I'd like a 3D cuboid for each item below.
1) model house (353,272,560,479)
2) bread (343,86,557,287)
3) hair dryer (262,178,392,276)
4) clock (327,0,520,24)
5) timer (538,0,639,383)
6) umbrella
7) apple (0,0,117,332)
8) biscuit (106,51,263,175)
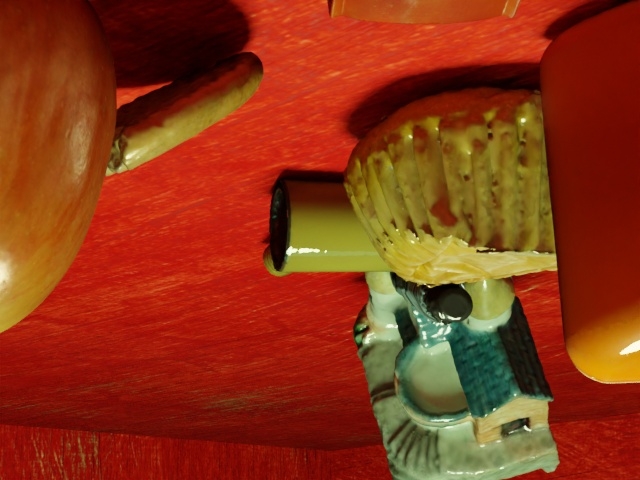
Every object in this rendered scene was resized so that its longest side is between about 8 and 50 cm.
[{"bbox_3d":[0.142,0.110,1.467,0.194,0.267,0.325,-15,153,-2],"label":"model house"},{"bbox_3d":[0.135,-0.039,1.094,0.240,0.139,0.240,0,169,0],"label":"bread"},{"bbox_3d":[0.000,0.000,1.363,0.135,0.090,0.278,0,172,-15],"label":"hair dryer"},{"bbox_3d":[0.064,-0.179,0.715,0.113,0.061,0.155,0,162,-5],"label":"clock"},{"bbox_3d":[0.275,-0.045,0.872,0.250,0.257,0.161,-8,157,16],"label":"timer"},{"bbox_3d":[0.108,0.046,1.265,0.053,0.052,0.250,-41,-173,-2],"label":"umbrella"},{"bbox_3d":[-0.235,-0.061,0.768,0.242,0.241,0.242,0,166,0],"label":"apple"},{"bbox_3d":[-0.106,-0.089,0.931,0.144,0.033,0.224,-31,-166,-17],"label":"biscuit"}]
